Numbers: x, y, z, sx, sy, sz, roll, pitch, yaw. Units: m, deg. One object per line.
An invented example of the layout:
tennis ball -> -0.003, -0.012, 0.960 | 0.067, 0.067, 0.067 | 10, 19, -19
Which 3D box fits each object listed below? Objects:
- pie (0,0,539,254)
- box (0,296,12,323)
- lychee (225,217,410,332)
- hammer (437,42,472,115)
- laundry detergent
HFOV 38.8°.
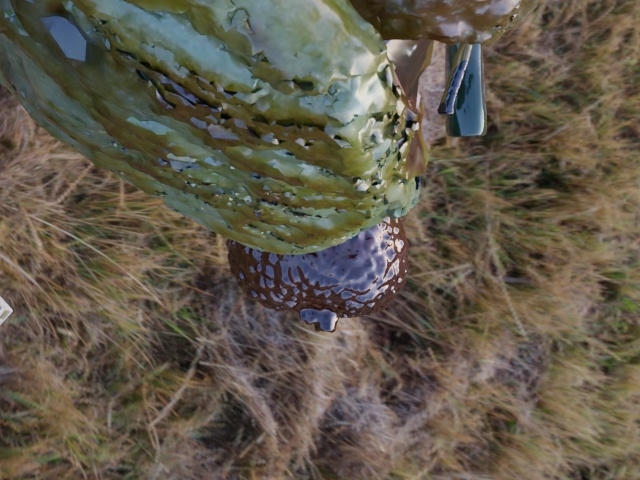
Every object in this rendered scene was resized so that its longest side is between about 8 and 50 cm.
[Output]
pie -> -0.099, -0.130, 0.571 | 0.395, 0.418, 0.180 | 32, 67, -2
box -> -0.433, 0.108, 0.958 | 0.109, 0.029, 0.198 | 43, 84, 12
lychee -> 0.000, 0.000, 1.280 | 0.261, 0.261, 0.260 | -1, 93, -21
hammer -> 0.201, -0.272, 1.269 | 0.021, 0.078, 0.200 | 9, 105, -31
laundry detergent -> 0.215, -0.262, 1.367 | 0.063, 0.137, 0.210 | -3, 97, 9
